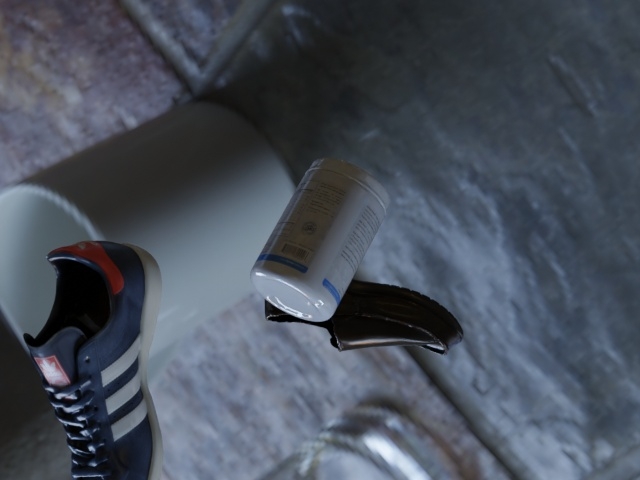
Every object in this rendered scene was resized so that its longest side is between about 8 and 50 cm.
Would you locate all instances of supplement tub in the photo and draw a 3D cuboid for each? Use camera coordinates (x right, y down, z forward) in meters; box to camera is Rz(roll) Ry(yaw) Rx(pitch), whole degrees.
[{"bbox_3d":[0.000,0.000,1.123,0.071,0.107,0.071,25,158,11],"label":"supplement tub"}]

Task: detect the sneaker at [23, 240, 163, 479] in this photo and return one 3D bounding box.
[{"bbox_3d":[-0.268,0.169,1.697,0.131,0.148,0.350,-11,75,33],"label":"sneaker"}]

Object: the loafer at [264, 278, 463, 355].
[{"bbox_3d":[0.040,0.085,1.572,0.220,0.078,0.080,16,160,6],"label":"loafer"}]
